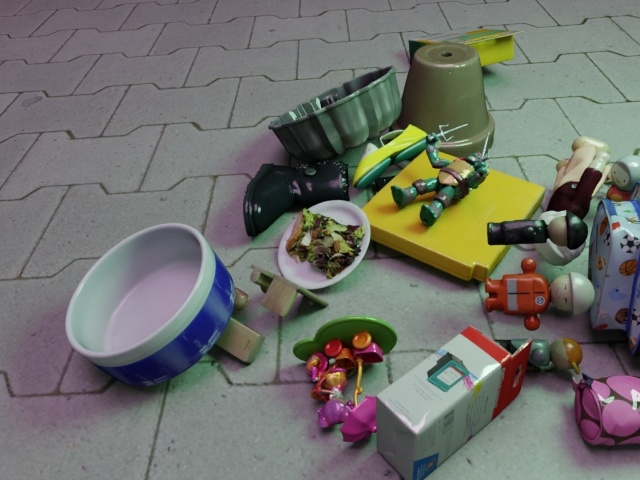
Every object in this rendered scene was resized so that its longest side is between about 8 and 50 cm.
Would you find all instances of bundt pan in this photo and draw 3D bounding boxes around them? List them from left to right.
[{"bbox_3d":[0.047,-0.288,1.356,0.330,0.124,0.331,-23,18,8],"label":"bundt pan"}]

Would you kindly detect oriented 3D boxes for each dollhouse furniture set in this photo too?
[{"bbox_3d":[-0.099,0.136,1.010,0.144,0.123,0.151,23,83,30],"label":"dollhouse furniture set"}]

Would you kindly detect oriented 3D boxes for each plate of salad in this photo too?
[{"bbox_3d":[0.000,0.000,1.098,0.199,0.048,0.200,-15,52,20],"label":"plate of salad"}]

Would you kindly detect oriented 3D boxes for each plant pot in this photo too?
[{"bbox_3d":[0.296,-0.345,1.383,0.262,0.229,0.263,-4,39,3],"label":"plant pot"}]

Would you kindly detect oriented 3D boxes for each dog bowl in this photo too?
[{"bbox_3d":[-0.280,0.102,0.951,0.264,0.104,0.265,-15,45,16],"label":"dog bowl"}]

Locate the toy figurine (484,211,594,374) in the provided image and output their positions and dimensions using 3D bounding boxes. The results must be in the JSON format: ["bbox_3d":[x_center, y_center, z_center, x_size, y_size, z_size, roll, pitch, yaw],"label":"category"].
[{"bbox_3d":[0.340,0.080,0.884,0.148,0.210,0.213,-3,38,20],"label":"toy figurine"}]

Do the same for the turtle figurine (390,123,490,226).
[{"bbox_3d":[0.260,-0.132,1.124,0.234,0.118,0.175,-40,37,-18],"label":"turtle figurine"}]

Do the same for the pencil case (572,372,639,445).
[{"bbox_3d":[0.466,0.226,0.794,0.209,0.095,0.098,-2,24,1],"label":"pencil case"}]

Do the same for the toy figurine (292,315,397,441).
[{"bbox_3d":[0.034,0.219,0.848,0.173,0.130,0.159,-17,46,20],"label":"toy figurine"}]

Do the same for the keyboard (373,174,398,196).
[{"bbox_3d":[0.167,-0.086,1.249,0.108,0.023,0.180,-8,39,-12],"label":"keyboard"}]

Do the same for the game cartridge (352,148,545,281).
[{"bbox_3d":[0.266,-0.063,1.170,0.285,0.053,0.323,25,47,27],"label":"game cartridge"}]

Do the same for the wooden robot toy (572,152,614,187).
[{"bbox_3d":[0.578,-0.155,1.250,0.079,0.076,0.173,-22,32,12],"label":"wooden robot toy"}]

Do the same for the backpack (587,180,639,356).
[{"bbox_3d":[0.536,0.033,0.904,0.213,0.277,0.263,15,32,23],"label":"backpack"}]

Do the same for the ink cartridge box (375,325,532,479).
[{"bbox_3d":[0.187,0.217,0.798,0.231,0.134,0.078,-29,45,-26],"label":"ink cartridge box"}]

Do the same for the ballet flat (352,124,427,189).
[{"bbox_3d":[0.143,-0.195,1.286,0.231,0.077,0.077,-33,73,-22],"label":"ballet flat"}]

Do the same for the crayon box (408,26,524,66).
[{"bbox_3d":[0.420,-0.565,1.686,0.203,0.083,0.323,-15,25,-11],"label":"crayon box"}]

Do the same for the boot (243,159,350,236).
[{"bbox_3d":[-0.044,-0.099,1.229,0.207,0.094,0.247,-1,34,11],"label":"boot"}]

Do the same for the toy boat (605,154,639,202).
[{"bbox_3d":[0.698,-0.059,1.058,0.318,0.148,0.267,19,46,26],"label":"toy boat"}]

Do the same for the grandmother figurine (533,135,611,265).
[{"bbox_3d":[0.473,-0.076,1.068,0.104,0.208,0.342,25,46,15],"label":"grandmother figurine"}]
